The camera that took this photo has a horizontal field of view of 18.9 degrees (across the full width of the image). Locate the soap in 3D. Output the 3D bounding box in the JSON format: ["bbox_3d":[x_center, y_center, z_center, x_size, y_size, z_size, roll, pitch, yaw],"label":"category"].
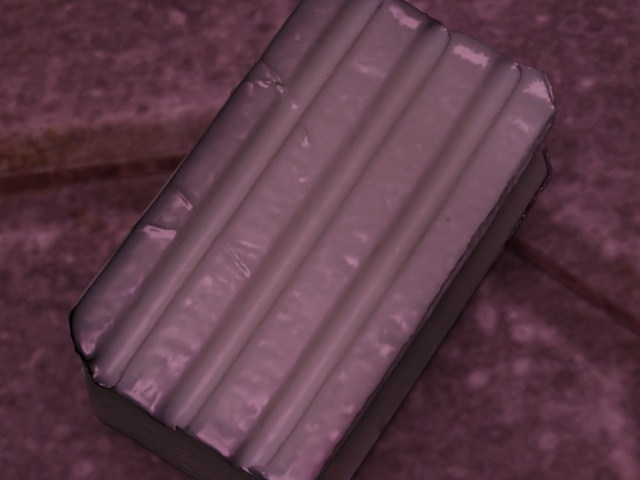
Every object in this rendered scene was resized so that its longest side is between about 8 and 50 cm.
[{"bbox_3d":[0.000,0.000,0.947,0.150,0.094,0.261,30,69,13],"label":"soap"}]
